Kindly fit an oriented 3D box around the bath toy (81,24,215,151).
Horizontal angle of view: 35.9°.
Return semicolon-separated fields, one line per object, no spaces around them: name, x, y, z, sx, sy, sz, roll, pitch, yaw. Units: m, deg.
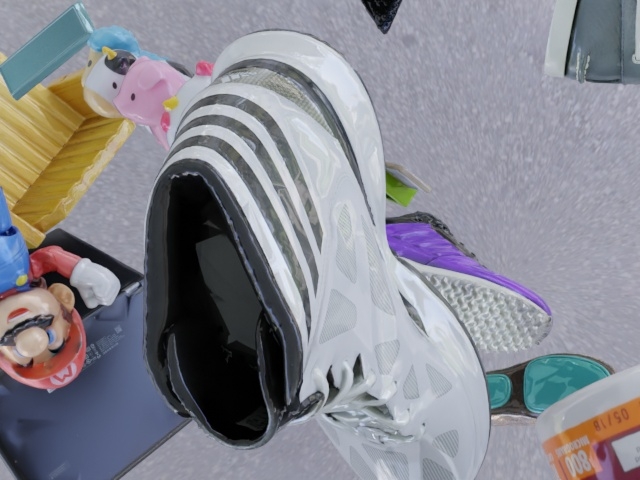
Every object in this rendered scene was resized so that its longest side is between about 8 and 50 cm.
bath toy;-0.194;-0.179;1.210;0.151;0.348;0.129;-16;117;-25

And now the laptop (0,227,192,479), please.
laptop;-0.462;0.219;1.728;0.382;0.236;0.408;-37;101;-35

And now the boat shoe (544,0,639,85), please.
boat shoe;0.272;-0.282;0.819;0.099;0.116;0.319;18;115;14

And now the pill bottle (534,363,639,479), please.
pill bottle;0.368;0.301;0.879;0.224;0.224;0.392;-24;71;9

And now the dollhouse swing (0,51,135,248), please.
dollhouse swing;-0.571;-0.210;1.774;0.305;0.315;0.347;47;62;-27

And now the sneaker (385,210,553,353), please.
sneaker;0.147;0.029;1.204;0.293;0.146;0.102;19;133;7

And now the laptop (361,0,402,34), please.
laptop;0.100;-0.467;1.348;0.137;0.234;0.264;-26;76;-20

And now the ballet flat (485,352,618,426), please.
ballet flat;0.325;0.237;1.510;0.316;0.106;0.107;-10;59;40

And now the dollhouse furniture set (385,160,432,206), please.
dollhouse furniture set;0.000;0.000;1.382;0.197;0.151;0.301;36;85;-22

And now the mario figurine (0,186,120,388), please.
mario figurine;-0.368;0.050;1.153;0.198;0.170;0.320;-9;122;24

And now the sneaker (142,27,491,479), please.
sneaker;-0.012;0.099;0.720;0.169;0.257;0.447;-8;122;28

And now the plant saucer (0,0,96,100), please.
plant saucer;-0.432;-0.297;1.547;0.192;0.018;0.067;-31;81;23
